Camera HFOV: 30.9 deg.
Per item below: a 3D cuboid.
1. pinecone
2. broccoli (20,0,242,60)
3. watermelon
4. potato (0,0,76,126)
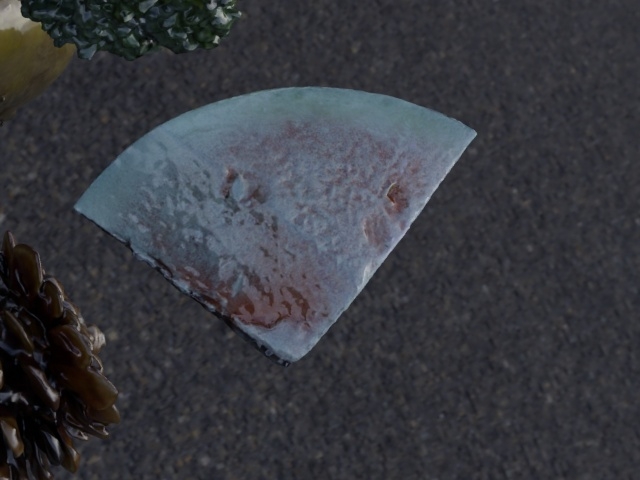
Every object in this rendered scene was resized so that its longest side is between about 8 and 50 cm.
[{"bbox_3d":[-0.322,0.126,1.067,0.264,0.264,0.264,25,50,-34],"label":"pinecone"},{"bbox_3d":[-0.110,-0.265,0.746,0.247,0.263,0.243,22,35,-14],"label":"broccoli"},{"bbox_3d":[0.000,0.000,0.916,0.320,0.290,0.213,54,19,-52],"label":"watermelon"},{"bbox_3d":[-0.322,-0.149,0.906,0.296,0.192,0.141,-16,85,-46],"label":"potato"}]
